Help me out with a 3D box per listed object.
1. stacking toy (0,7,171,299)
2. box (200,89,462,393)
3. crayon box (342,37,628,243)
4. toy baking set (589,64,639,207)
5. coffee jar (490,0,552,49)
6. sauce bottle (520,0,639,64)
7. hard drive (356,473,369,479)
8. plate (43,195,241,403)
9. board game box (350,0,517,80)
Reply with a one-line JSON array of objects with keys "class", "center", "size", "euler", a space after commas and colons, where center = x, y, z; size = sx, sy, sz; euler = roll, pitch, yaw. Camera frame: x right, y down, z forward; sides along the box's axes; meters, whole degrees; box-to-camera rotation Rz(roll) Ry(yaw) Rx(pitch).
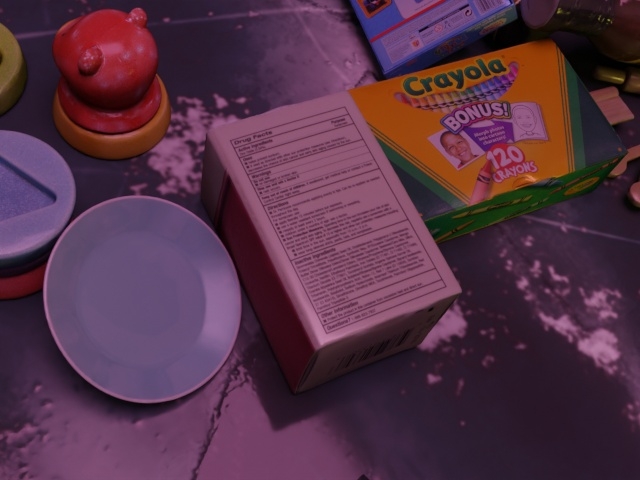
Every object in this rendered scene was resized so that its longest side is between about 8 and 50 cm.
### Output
[{"class": "stacking toy", "center": [-0.311, -0.122, 0.823], "size": [0.280, 0.130, 0.309], "euler": [24, 60, 1]}, {"class": "box", "center": [0.000, 0.000, 0.827], "size": [0.149, 0.127, 0.232], "euler": [-19, 68, -20]}, {"class": "crayon box", "center": [0.163, -0.103, 0.943], "size": [0.278, 0.081, 0.165], "euler": [-18, 68, -20]}, {"class": "toy baking set", "center": [0.416, -0.114, 1.037], "size": [0.256, 0.030, 0.196], "euler": [7, 64, -8]}, {"class": "coffee jar", "center": [0.214, -0.313, 1.066], "size": [0.096, 0.079, 0.184], "euler": [-29, 71, -20]}, {"class": "sauce bottle", "center": [0.389, -0.258, 1.024], "size": [0.344, 0.111, 0.111], "euler": [3, 61, -24]}, {"class": "hard drive", "center": [0.050, 0.281, 0.747], "size": [0.094, 0.022, 0.135], "euler": [-38, 75, -27]}, {"class": "plate", "center": [-0.158, 0.052, 0.795], "size": [0.188, 0.024, 0.188], "euler": [10, 72, -32]}, {"class": "board game box", "center": [0.108, -0.306, 1.021], "size": [0.160, 0.039, 0.211], "euler": [-27, 68, 12]}]
